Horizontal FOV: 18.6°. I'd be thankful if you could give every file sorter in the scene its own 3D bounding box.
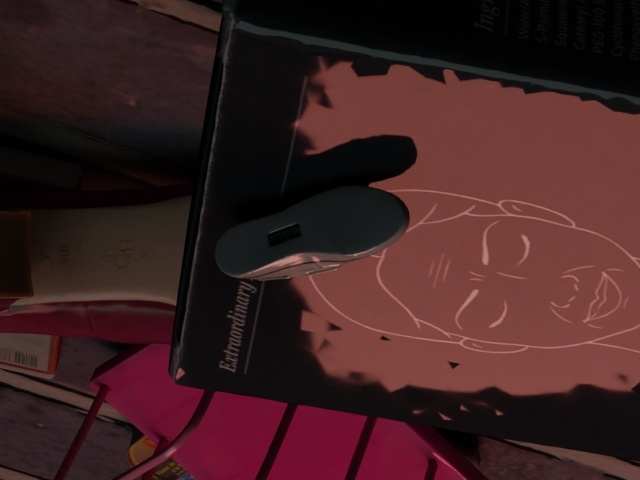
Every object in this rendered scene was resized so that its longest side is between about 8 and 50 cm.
[{"bbox_3d":[-0.038,0.211,1.485,0.290,0.182,0.202,43,130,-18],"label":"file sorter"}]

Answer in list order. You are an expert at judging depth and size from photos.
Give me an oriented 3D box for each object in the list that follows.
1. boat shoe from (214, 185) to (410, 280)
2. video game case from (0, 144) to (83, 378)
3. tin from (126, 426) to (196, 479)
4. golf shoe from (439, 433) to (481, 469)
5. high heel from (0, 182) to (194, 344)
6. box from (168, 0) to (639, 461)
[{"bbox_3d":[0.000,0.000,0.941,0.100,0.035,0.035,-17,161,22],"label":"boat shoe"},{"bbox_3d":[-0.289,0.008,1.473,0.204,0.025,0.285,13,147,-3],"label":"video game case"},{"bbox_3d":[-0.091,0.161,1.636,0.106,0.040,0.189,22,145,-23],"label":"tin"},{"bbox_3d":[0.075,0.225,1.640,0.067,0.086,0.186,24,143,-17],"label":"golf shoe"},{"bbox_3d":[-0.117,0.016,1.376,0.377,0.127,0.181,9,175,-20],"label":"high heel"},{"bbox_3d":[0.137,-0.053,1.040,0.395,0.212,0.293,10,141,-4],"label":"box"}]
